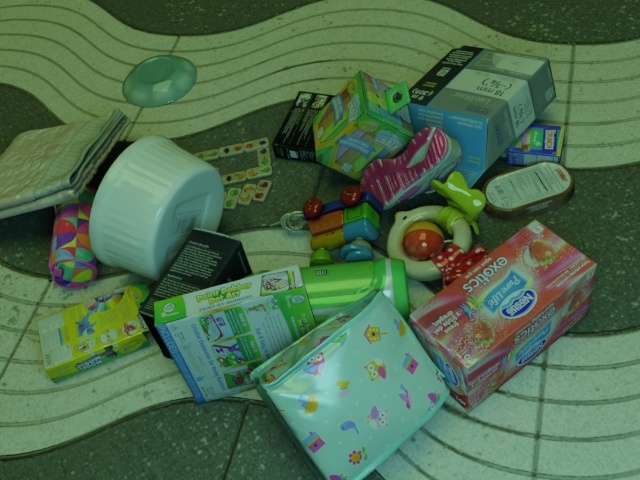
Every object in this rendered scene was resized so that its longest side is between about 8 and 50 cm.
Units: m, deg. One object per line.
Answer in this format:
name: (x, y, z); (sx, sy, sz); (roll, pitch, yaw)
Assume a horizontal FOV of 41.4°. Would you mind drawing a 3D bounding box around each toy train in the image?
toy train: (0.000, 0.000, 1.649); (0.248, 0.105, 0.143); (-16, 51, 29)

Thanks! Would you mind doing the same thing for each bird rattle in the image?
bird rattle: (0.228, 0.012, 1.606); (0.207, 0.143, 0.254); (-6, 62, 22)

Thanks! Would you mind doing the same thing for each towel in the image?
towel: (-0.609, -0.168, 1.864); (0.317, 0.053, 0.332); (-11, 34, 20)

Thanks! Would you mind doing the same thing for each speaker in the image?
speaker: (0.011, 0.104, 1.542); (0.296, 0.131, 0.131); (-6, 50, 7)

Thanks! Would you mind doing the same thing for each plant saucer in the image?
plant saucer: (-0.405, -0.410, 2.110); (0.195, 0.037, 0.195); (-6, 49, 7)

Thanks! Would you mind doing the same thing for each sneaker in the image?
sneaker: (0.184, -0.126, 1.677); (0.252, 0.111, 0.103); (-30, 63, 40)

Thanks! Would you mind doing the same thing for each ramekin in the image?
ramekin: (-0.306, -0.054, 1.649); (0.135, 0.277, 0.277); (23, 59, 19)

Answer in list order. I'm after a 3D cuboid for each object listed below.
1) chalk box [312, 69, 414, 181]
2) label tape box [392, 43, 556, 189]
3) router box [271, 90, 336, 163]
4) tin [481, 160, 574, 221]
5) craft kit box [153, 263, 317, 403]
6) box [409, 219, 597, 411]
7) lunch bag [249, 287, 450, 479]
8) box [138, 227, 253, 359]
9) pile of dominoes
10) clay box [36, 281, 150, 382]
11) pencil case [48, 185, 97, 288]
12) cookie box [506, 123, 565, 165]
chalk box: (0.099, -0.244, 1.737); (0.213, 0.132, 0.132); (-43, 37, 36)
label tape box: (0.296, -0.265, 1.771); (0.240, 0.106, 0.333); (21, 56, 42)
router box: (-0.014, -0.253, 1.893); (0.133, 0.046, 0.179); (11, 54, 19)
tin: (0.412, -0.099, 1.685); (0.189, 0.040, 0.106); (-18, 54, -3)
craft kit box: (-0.127, 0.165, 1.439); (0.246, 0.250, 0.061); (-13, 48, 1)
box: (0.311, 0.127, 1.445); (0.300, 0.154, 0.142); (-34, 53, -18)
lunch bag: (0.055, 0.231, 1.353); (0.262, 0.160, 0.223); (-36, 96, -15)
box: (-0.220, 0.107, 1.570); (0.108, 0.153, 0.207); (14, 54, 23)
pile of dominoes: (-0.229, -0.142, 1.851); (0.251, 0.040, 0.196); (-13, 49, 2)
clay box: (-0.421, 0.172, 1.623); (0.222, 0.053, 0.127); (-20, 50, -7)
pencil case: (-0.513, -0.014, 1.766); (0.104, 0.104, 0.236); (-14, 49, 0)
cookie box: (0.446, -0.197, 1.754); (0.107, 0.040, 0.092); (8, 51, 17)
